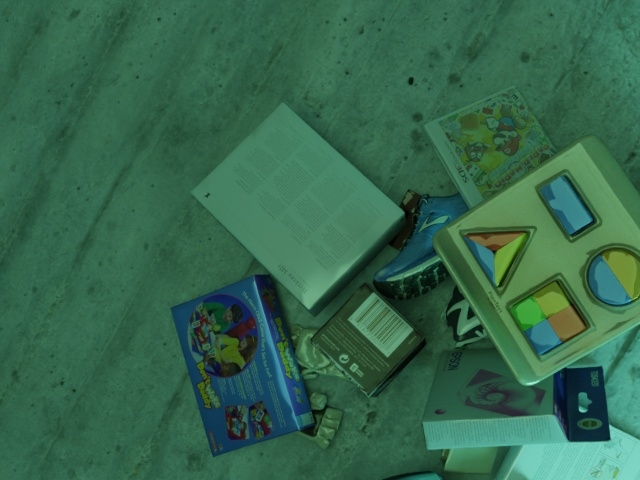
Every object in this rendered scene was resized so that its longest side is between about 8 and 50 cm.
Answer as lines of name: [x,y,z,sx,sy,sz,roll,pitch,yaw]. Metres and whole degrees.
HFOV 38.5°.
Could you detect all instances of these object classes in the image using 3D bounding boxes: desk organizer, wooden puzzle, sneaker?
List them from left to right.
desk organizer: [0.186,-0.042,1.982,0.050,0.047,0.130,29,95,18]
sneaker: [0.230,-0.005,1.901,0.330,0.130,0.147,-36,66,-18]
sneaker: [0.350,0.188,1.895,0.235,0.094,0.153,39,100,18]
wooden puzzle: [0.410,0.033,1.576,0.347,0.080,0.322,-33,78,12]

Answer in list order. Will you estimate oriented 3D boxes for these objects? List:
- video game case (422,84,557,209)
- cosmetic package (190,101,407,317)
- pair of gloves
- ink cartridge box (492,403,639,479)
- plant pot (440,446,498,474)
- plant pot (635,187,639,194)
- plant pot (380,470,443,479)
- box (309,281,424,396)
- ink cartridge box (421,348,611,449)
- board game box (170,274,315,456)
video game case: [0.357,-0.195,1.898,0.227,0.026,0.206,-25,75,-13]
cosmetic package: [-0.048,-0.068,1.959,0.284,0.097,0.377,-44,72,-7]
pair of gloves: [-0.021,0.316,2.024,0.204,0.042,0.240,26,93,16]
ink cartridge box: [0.500,0.485,1.850,0.261,0.066,0.296,27,95,-3]
plant pot: [0.311,0.426,1.892,0.096,0.109,0.109,17,91,4]
plant pot: [0.499,0.014,1.753,0.333,0.305,0.334,-1,87,16]
plant pot: [0.166,0.597,1.859,0.252,0.247,0.248,-31,78,-6]
box: [0.104,0.209,1.894,0.168,0.203,0.167,42,88,13]
ink cartridge box: [0.378,0.291,1.764,0.330,0.324,0.072,-7,104,16]
board game box: [-0.175,0.276,2.029,0.233,0.078,0.347,-21,80,24]
